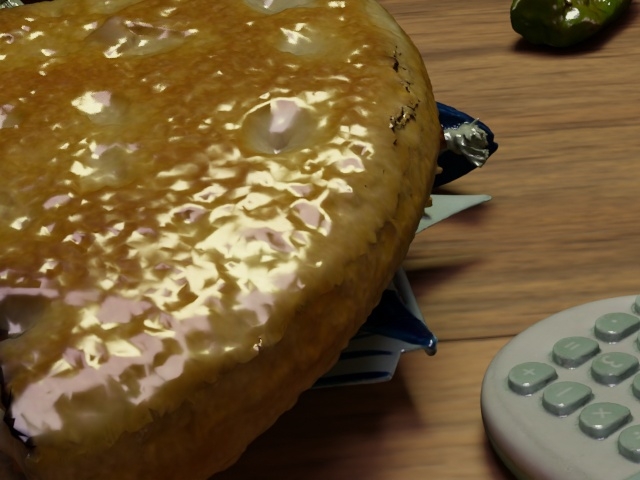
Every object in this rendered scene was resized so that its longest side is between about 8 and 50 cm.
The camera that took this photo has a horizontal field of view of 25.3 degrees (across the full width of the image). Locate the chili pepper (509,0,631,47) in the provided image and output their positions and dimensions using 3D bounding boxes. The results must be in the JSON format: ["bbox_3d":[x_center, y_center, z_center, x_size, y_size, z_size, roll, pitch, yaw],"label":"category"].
[{"bbox_3d":[0.210,-0.205,1.091,0.072,0.073,0.204,26,47,16],"label":"chili pepper"}]

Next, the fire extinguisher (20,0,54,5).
[{"bbox_3d":[-0.172,-0.235,1.161,0.269,0.104,0.105,-13,28,-21],"label":"fire extinguisher"}]

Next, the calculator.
[{"bbox_3d":[0.193,0.085,0.542,0.184,0.042,0.295,-24,30,-35],"label":"calculator"}]

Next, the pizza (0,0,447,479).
[{"bbox_3d":[-0.083,-0.027,0.632,0.278,0.114,0.409,-4,33,6],"label":"pizza"}]

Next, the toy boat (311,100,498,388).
[{"bbox_3d":[0.000,0.000,0.723,0.220,0.067,0.291,-7,32,-4],"label":"toy boat"}]

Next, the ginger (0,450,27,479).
[{"bbox_3d":[-0.127,0.098,0.567,0.097,0.030,0.048,9,50,33],"label":"ginger"}]

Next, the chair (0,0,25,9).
[{"bbox_3d":[-0.287,-0.130,0.940,0.186,0.319,0.160,-41,2,35],"label":"chair"}]
